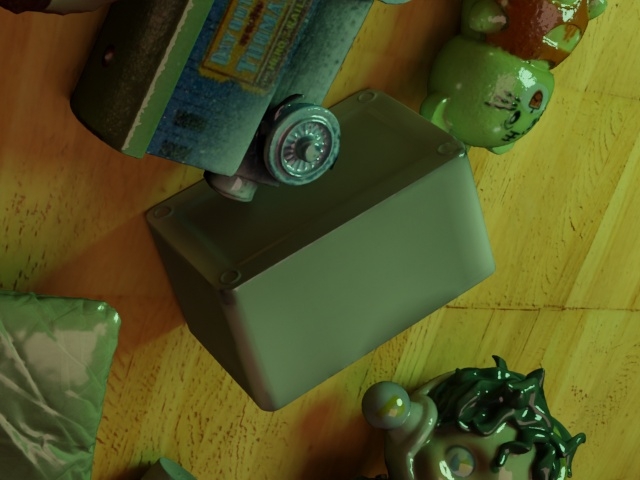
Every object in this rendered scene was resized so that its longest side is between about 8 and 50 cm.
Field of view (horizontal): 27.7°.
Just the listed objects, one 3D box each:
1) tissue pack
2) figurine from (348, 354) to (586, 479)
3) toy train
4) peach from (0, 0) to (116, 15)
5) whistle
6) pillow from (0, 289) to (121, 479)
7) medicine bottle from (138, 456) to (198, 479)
[{"bbox_3d":[0.001,0.000,1.109,0.246,0.159,0.136,-31,129,-16],"label":"tissue pack"},{"bbox_3d":[0.092,0.266,1.328,0.382,0.186,0.261,-33,121,-7],"label":"figurine"},{"bbox_3d":[-0.047,-0.176,0.982,0.202,0.131,0.299,16,106,-39],"label":"toy train"},{"bbox_3d":[-0.161,-0.237,0.787,0.190,0.226,0.196,31,88,-19],"label":"peach"},{"bbox_3d":[0.181,-0.195,1.150,0.131,0.106,0.288,12,110,-47],"label":"whistle"},{"bbox_3d":[-0.312,0.151,0.995,0.281,0.076,0.274,8,111,-14],"label":"pillow"},{"bbox_3d":[-0.166,0.272,1.209,0.130,0.080,0.080,-50,134,0],"label":"medicine bottle"}]
